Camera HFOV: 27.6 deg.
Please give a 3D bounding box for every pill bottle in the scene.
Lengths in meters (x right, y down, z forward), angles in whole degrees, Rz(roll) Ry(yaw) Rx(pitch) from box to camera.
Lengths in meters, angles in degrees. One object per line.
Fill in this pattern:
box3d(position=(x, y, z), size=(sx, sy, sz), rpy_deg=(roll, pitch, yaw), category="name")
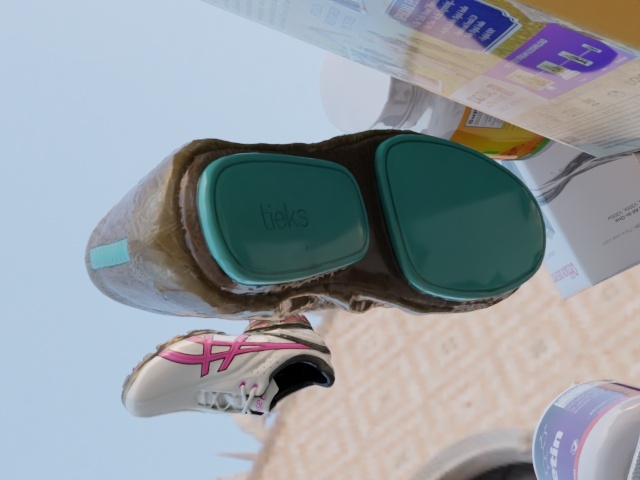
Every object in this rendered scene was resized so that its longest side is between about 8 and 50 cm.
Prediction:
box3d(position=(0.123, -0.150, 1.291), size=(0.246, 0.136, 0.136), rpy_deg=(-1, -91, -41), category="pill bottle")
box3d(position=(0.355, 0.258, 1.525), size=(0.181, 0.323, 0.181), rpy_deg=(0, -93, -4), category="pill bottle")

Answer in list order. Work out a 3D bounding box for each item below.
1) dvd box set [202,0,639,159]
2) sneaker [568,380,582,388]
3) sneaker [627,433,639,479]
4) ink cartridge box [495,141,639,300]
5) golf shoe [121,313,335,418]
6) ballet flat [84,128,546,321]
box3d(position=(0.015, -0.156, 0.716), size=(0.420, 0.307, 0.062), rpy_deg=(21, -92, -2), category="dvd box set")
box3d(position=(0.434, 0.335, 1.858), size=(0.293, 0.102, 0.146), rpy_deg=(36, -84, -4), category="sneaker")
box3d(position=(0.272, 0.121, 0.929), size=(0.258, 0.094, 0.091), rpy_deg=(-60, -31, -29), category="sneaker")
box3d(position=(0.281, -0.086, 1.524), size=(0.121, 0.211, 0.289), rpy_deg=(-28, -97, -1), category="ink cartridge box")
box3d(position=(-0.077, 0.116, 1.115), size=(0.186, 0.086, 0.067), rpy_deg=(-17, -49, -21), category="golf shoe")
box3d(position=(0.000, 0.000, 0.754), size=(0.342, 0.124, 0.116), rpy_deg=(-6, -97, -53), category="ballet flat")
